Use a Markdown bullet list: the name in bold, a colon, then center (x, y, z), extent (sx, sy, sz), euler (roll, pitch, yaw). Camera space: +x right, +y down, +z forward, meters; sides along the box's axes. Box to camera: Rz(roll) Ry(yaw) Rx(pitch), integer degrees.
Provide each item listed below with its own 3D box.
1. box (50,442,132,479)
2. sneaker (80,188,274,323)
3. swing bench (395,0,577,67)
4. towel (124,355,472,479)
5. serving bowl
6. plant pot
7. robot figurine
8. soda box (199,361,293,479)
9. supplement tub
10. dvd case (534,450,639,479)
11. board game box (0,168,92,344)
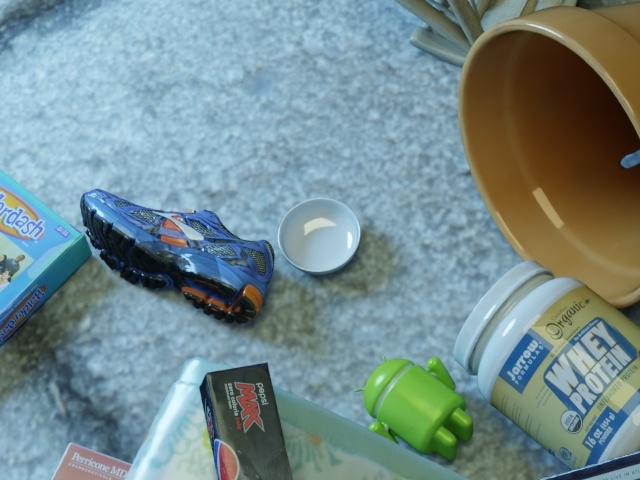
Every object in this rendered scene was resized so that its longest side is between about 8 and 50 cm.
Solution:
- **box**: center (-0.201, 0.294, 1.792), extent (0.130, 0.091, 0.170), euler (17, 66, 14)
- **sneaker**: center (-0.143, 0.004, 1.953), extent (0.221, 0.083, 0.087), euler (27, 55, 12)
- **swing bench**: center (0.162, -0.341, 2.022), extent (0.165, 0.254, 0.253), euler (-3, 52, 49)
- **towel**: center (-0.015, 0.315, 1.709), extent (0.374, 0.090, 0.321), euler (26, 66, -2)
- **serving bowl**: center (0.000, 0.000, 1.958), extent (0.083, 0.027, 0.083), euler (-2, 62, 5)
- **plant pot**: center (0.299, -0.107, 1.857), extent (0.203, 0.291, 0.291), euler (-27, 62, -26)
- **robot figurine**: center (0.090, 0.157, 1.845), extent (0.115, 0.067, 0.101), euler (35, 70, 21)
- **soda box**: center (-0.058, 0.193, 1.668), extent (0.060, 0.053, 0.169), euler (-9, 74, -14)
- **supplement tub**: center (0.236, 0.125, 1.803), extent (0.199, 0.144, 0.144), euler (39, 73, 22)
- **dvd case**: center (0.278, 0.298, 1.696), extent (0.164, 0.018, 0.221), euler (-22, 80, 33)
- **board game box**: center (-0.360, 0.032, 1.968), extent (0.160, 0.047, 0.210), euler (37, 72, 22)
